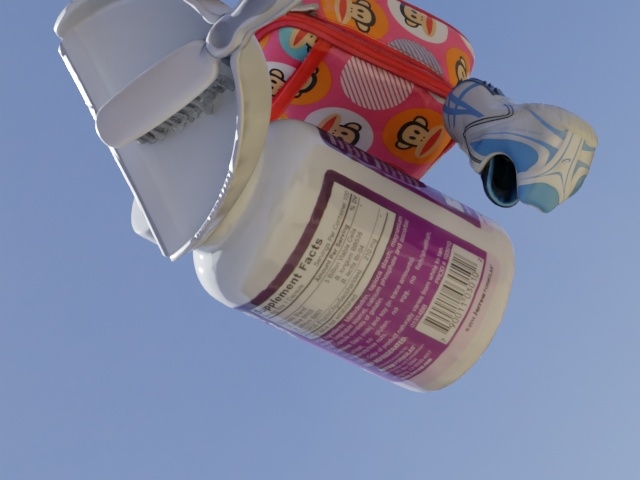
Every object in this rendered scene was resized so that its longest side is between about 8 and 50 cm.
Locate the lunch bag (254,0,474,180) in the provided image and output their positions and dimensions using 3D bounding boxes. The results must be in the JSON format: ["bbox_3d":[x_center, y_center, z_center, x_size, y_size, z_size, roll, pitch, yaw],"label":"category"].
[{"bbox_3d":[-0.024,-0.121,1.609,0.293,0.258,0.120,-49,23,43],"label":"lunch bag"}]

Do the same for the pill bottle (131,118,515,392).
[{"bbox_3d":[0.000,0.000,1.460,0.169,0.301,0.169,-48,26,33],"label":"pill bottle"}]

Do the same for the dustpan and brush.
[{"bbox_3d":[-0.059,-0.089,0.867,0.211,0.147,0.060,-32,-8,35],"label":"dustpan and brush"}]

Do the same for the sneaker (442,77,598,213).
[{"bbox_3d":[0.144,-0.075,1.388,0.086,0.085,0.237,-57,17,0],"label":"sneaker"}]
